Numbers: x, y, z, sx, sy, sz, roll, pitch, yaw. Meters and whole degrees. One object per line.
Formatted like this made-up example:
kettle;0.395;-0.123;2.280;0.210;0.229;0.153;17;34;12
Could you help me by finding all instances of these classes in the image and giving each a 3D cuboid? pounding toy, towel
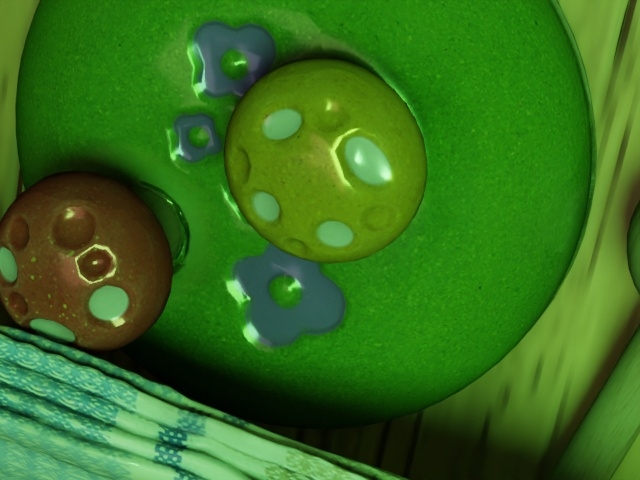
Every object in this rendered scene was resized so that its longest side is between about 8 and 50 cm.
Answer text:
pounding toy;0.000;0.000;0.494;0.237;0.110;0.183;36;115;5
towel;-0.039;0.108;0.530;0.285;0.034;0.209;17;146;12
